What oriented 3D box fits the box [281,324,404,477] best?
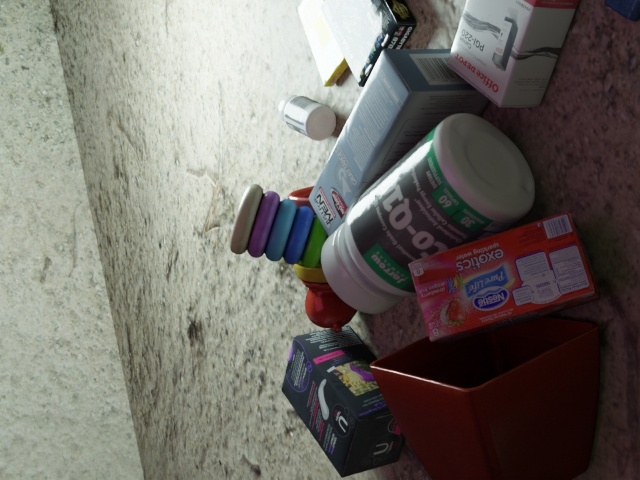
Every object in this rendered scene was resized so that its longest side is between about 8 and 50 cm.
[{"bbox_3d":[0.052,0.324,2.063,0.270,0.143,0.165,50,137,43],"label":"box"}]

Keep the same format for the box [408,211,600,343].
[{"bbox_3d":[0.280,0.062,1.524,0.256,0.122,0.128,-19,75,16],"label":"box"}]

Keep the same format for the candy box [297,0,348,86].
[{"bbox_3d":[0.009,-0.439,2.118,0.105,0.027,0.206,-48,54,55],"label":"candy box"}]

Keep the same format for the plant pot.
[{"bbox_3d":[0.279,0.273,1.582,0.267,0.267,0.236,3,111,60],"label":"plant pot"}]

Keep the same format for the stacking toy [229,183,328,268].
[{"bbox_3d":[0.000,0.000,1.921,0.141,0.330,0.141,-164,90,-89],"label":"stacking toy"}]

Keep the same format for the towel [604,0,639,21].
[{"bbox_3d":[0.443,-0.369,1.390,0.067,0.029,0.119,54,138,40],"label":"towel"}]

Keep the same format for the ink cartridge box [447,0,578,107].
[{"bbox_3d":[0.302,-0.338,1.576,0.158,0.092,0.218,50,138,44],"label":"ink cartridge box"}]

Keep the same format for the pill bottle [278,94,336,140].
[{"bbox_3d":[-0.032,-0.269,2.166,0.137,0.078,0.078,34,124,52],"label":"pill bottle"}]

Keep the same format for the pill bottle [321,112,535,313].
[{"bbox_3d":[0.169,-0.032,1.687,0.361,0.204,0.204,-43,58,41],"label":"pill bottle"}]

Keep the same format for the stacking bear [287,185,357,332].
[{"bbox_3d":[0.019,0.041,2.070,0.175,0.164,0.289,18,115,57],"label":"stacking bear"}]

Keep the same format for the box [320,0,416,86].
[{"bbox_3d":[0.090,-0.438,1.956,0.175,0.051,0.220,-57,48,47],"label":"box"}]

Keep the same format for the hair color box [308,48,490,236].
[{"bbox_3d":[0.136,-0.166,1.792,0.114,0.185,0.374,62,143,31],"label":"hair color box"}]
